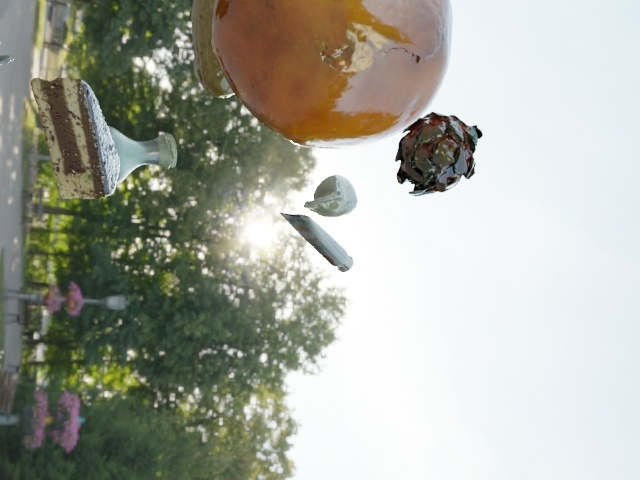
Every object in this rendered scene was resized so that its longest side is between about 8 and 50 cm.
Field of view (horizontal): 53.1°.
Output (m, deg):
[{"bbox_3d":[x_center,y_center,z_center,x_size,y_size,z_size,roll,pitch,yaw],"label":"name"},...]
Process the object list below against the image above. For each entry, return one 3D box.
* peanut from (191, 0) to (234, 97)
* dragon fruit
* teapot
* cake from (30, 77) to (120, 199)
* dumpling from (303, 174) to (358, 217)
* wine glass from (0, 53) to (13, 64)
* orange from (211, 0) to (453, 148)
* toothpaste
[{"bbox_3d":[-0.181,-0.370,1.163,0.095,0.108,0.226,36,-42,39],"label":"peanut"},{"bbox_3d":[0.249,-0.187,1.367,0.182,0.188,0.182,6,-77,27],"label":"dragon fruit"},{"bbox_3d":[-0.562,-0.254,1.900,0.183,0.250,0.184,24,-62,56],"label":"teapot"},{"bbox_3d":[-0.465,-0.180,1.217,0.246,0.112,0.135,95,-8,-61],"label":"cake"},{"bbox_3d":[0.027,-0.102,1.618,0.127,0.188,0.108,-30,-89,24],"label":"dumpling"},{"bbox_3d":[-0.787,-0.494,1.506,0.072,0.072,0.155,-120,-162,-56],"label":"wine glass"},{"bbox_3d":[0.017,-0.242,0.751,0.226,0.283,0.284,128,-39,-59],"label":"orange"},{"bbox_3d":[0.000,0.000,1.834,0.100,0.323,0.066,9,-112,35],"label":"toothpaste"}]
